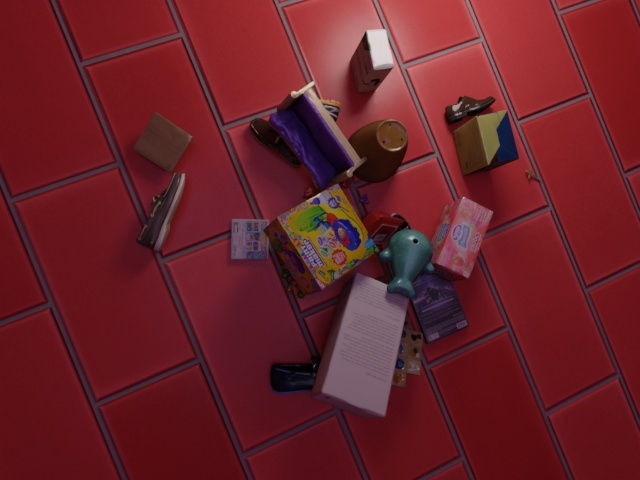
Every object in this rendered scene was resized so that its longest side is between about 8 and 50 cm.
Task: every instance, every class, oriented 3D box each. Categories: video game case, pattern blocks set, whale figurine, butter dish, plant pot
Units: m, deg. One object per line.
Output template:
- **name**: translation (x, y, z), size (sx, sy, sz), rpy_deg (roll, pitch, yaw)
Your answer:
- **video game case**: translation (-0.273, -0.003, 1.574), size (0.144, 0.019, 0.157), rpy_deg (1, 86, -9)
- **pattern blocks set**: translation (0.047, -0.108, 1.624), size (0.325, 0.026, 0.285), rpy_deg (-34, 92, -9)
- **whale figurine**: translation (0.326, 0.077, 1.511), size (0.217, 0.141, 0.271), rpy_deg (18, 59, 3)
- **butter dish**: translation (0.215, -0.064, 1.594), size (0.160, 0.159, 0.118), rpy_deg (6, 43, -44)
- **plant pot**: translation (0.233, -0.363, 1.554), size (0.238, 0.254, 0.236), rpy_deg (0, 86, -8)
- **video game case**: translation (0.476, 0.261, 1.670), size (0.196, 0.026, 0.273), rpy_deg (-20, 89, -9)

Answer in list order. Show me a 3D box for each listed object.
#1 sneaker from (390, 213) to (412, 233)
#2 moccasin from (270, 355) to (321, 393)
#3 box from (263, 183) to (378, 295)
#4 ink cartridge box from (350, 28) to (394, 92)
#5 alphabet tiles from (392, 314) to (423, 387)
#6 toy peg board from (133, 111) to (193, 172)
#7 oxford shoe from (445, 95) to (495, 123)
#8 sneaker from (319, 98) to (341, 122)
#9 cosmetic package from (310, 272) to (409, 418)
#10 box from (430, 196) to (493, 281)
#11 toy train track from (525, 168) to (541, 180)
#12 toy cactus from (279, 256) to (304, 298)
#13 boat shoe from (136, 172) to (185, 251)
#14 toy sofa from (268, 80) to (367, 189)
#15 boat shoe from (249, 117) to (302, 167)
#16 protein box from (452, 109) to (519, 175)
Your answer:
- **sneaker**: translation (0.342, -0.032, 1.639), size (0.072, 0.077, 0.178), rpy_deg (-42, 94, -7)
- **moccasin**: translation (-0.019, 0.494, 1.524), size (0.343, 0.138, 0.116), rpy_deg (-6, 89, -10)
- **box**: translation (0.000, 0.000, 1.470), size (0.279, 0.177, 0.289), rpy_deg (-33, 92, -27)
- **ink cartridge box**: translation (0.198, -0.696, 1.591), size (0.087, 0.208, 0.152), rpy_deg (-12, 89, -12)
- **alphabet tiles**: translation (0.234, 0.400, 1.575), size (0.343, 0.011, 0.284), rpy_deg (16, 60, -8)
- **toy peg board**: translation (-0.580, -0.365, 1.530), size (0.161, 0.079, 0.160), rpy_deg (34, 98, -5)
- **oxford shoe**: translation (0.633, -0.576, 1.714), size (0.228, 0.083, 0.096), rpy_deg (-20, 86, -10)
- **sneaker**: translation (-0.025, -0.517, 1.611), size (0.215, 0.084, 0.083), rpy_deg (4, 92, -9)
- **cosmetic package**: translation (0.149, 0.372, 1.463), size (0.230, 0.161, 0.452), rpy_deg (24, 59, -6)
- **box**: translation (0.542, -0.001, 1.617), size (0.142, 0.154, 0.299), rpy_deg (26, 78, -6)
- **toy train track**: translation (0.928, -0.283, 1.776), size (0.083, 0.014, 0.048), rpy_deg (27, 76, -12)
- **toy cactus**: translation (-0.065, 0.107, 1.567), size (0.181, 0.112, 0.218), rpy_deg (-14, 80, -19)
- **boat shoe**: translation (-0.580, -0.115, 1.488), size (0.091, 0.109, 0.304), rpy_deg (20, 88, -12)
- **toy sofa**: translation (-0.012, -0.375, 1.498), size (0.177, 0.150, 0.362), rpy_deg (-42, 103, -23)
- **boat shoe**: translation (-0.162, -0.393, 1.574), size (0.258, 0.095, 0.095), rpy_deg (36, 82, -5)
- **protein box**: translation (0.663, -0.388, 1.645), size (0.136, 0.201, 0.199), rpy_deg (-13, 89, -9)
